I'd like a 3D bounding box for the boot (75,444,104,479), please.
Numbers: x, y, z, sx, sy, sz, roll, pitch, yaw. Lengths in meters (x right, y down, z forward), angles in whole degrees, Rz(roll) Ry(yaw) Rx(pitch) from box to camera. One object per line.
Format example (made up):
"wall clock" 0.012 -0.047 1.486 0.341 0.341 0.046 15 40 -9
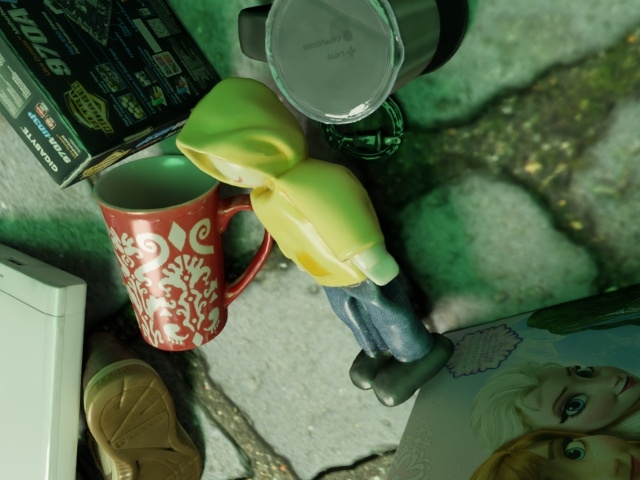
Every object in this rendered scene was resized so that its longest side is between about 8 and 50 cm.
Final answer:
"boot" -0.323 0.393 0.790 0.247 0.083 0.161 52 165 22

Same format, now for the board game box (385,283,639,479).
"board game box" 0.187 0.132 0.315 0.317 0.319 0.066 -23 104 32

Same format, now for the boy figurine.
"boy figurine" 0.000 0.000 0.440 0.285 0.092 0.177 54 164 -18

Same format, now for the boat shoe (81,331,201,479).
"boat shoe" -0.249 0.259 0.732 0.123 0.123 0.342 39 145 39

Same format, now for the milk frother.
"milk frother" 0.026 -0.105 0.370 0.129 0.135 0.143 -3 115 33

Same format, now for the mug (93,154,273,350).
"mug" -0.129 0.020 0.532 0.150 0.113 0.169 14 125 20

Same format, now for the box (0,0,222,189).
"box" -0.189 -0.169 0.413 0.051 0.175 0.220 -27 104 34

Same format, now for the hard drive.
"hard drive" -0.383 0.196 0.685 0.232 0.047 0.353 15 102 33
